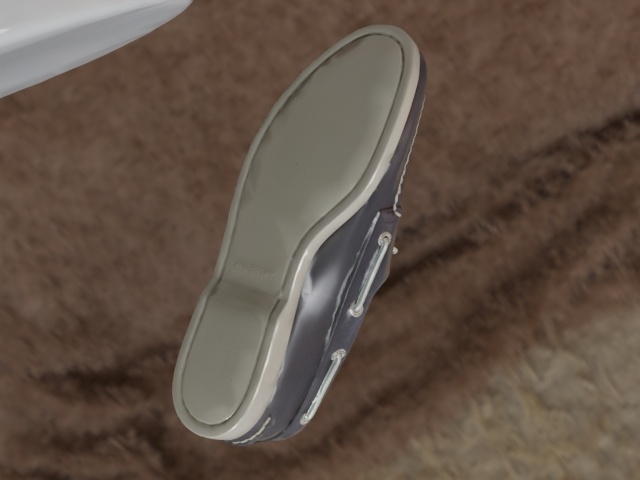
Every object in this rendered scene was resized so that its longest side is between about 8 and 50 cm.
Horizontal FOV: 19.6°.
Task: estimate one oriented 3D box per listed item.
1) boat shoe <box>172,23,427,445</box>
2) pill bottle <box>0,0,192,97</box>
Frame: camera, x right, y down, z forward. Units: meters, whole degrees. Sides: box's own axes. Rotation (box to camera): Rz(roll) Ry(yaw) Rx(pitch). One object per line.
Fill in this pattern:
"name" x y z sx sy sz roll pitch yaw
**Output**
"boat shoe" 0.000 0.000 0.859 0.075 0.065 0.206 25 91 40
"pill bottle" -0.199 -0.236 0.655 0.224 0.224 0.392 -20 92 16
